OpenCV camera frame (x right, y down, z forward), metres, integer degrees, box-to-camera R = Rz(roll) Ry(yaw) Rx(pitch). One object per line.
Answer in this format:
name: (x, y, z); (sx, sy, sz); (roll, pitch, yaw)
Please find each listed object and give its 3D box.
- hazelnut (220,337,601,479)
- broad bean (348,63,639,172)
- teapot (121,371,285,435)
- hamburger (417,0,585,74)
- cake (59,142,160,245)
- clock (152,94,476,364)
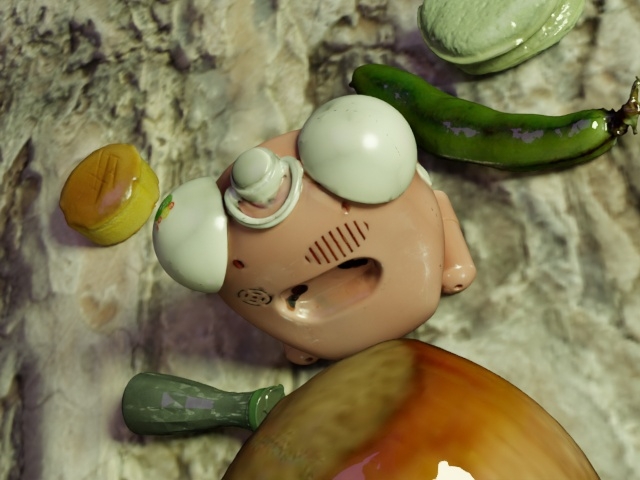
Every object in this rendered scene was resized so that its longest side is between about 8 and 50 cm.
hazelnut: (0.039, 0.159, 0.465); (0.214, 0.176, 0.214); (-1, 85, 15)
broad bean: (0.104, -0.082, 0.677); (0.227, 0.039, 0.069); (12, 80, 37)
teapot: (-0.076, 0.109, 0.665); (0.111, 0.043, 0.042); (-3, 59, 30)
hamburger: (0.128, -0.157, 0.706); (0.121, 0.054, 0.084); (-25, 53, 21)
cake: (-0.174, -0.038, 0.830); (0.084, 0.044, 0.084); (-16, 52, 22)
clock: (0.000, 0.000, 0.606); (0.166, 0.162, 0.092); (-27, 51, 16)
